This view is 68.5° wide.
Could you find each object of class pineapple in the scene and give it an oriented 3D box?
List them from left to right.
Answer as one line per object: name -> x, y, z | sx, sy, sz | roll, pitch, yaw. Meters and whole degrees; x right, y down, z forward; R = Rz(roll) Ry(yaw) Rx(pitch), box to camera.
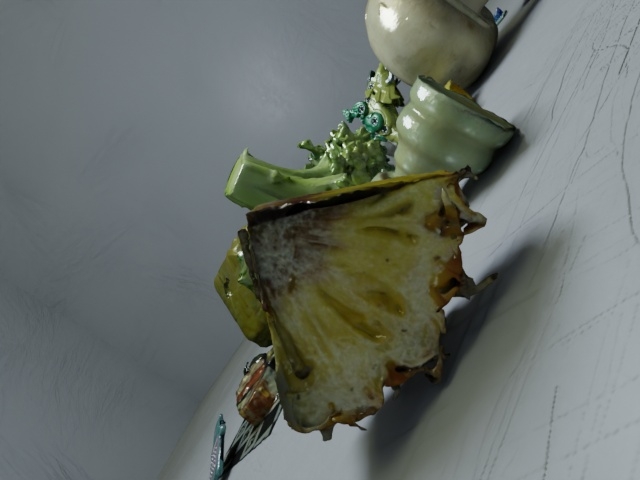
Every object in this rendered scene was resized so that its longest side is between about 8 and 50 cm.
pineapple -> 0.021, 0.030, 0.376 | 0.236, 0.186, 0.114 | -62, 2, 3

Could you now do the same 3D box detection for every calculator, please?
calculator -> -0.195, 0.397, 0.891 | 0.141, 0.019, 0.094 | -106, 31, -61

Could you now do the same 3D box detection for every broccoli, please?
broccoli -> -0.004, -0.042, 0.845 | 0.277, 0.318, 0.338 | 179, 86, -71

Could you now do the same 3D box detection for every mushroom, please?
mushroom -> 0.262, -0.484, 0.962 | 0.336, 0.314, 0.314 | -54, 4, 30

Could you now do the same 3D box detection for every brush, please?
brush -> 0.439, -0.556, 1.286 | 0.178, 0.030, 0.033 | -49, 18, 60

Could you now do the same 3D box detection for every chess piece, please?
chess piece -> 0.118, -0.065, 0.593 | 0.243, 0.133, 0.133 | -62, 1, 26

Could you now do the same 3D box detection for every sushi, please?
sushi -> -0.125, 0.285, 0.962 | 0.320, 0.069, 0.339 | -53, 5, 41

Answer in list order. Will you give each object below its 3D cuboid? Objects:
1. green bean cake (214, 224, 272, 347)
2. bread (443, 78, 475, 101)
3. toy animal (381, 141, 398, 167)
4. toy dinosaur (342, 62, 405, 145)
green bean cake -> -0.121, 0.099, 1.069 | 0.124, 0.236, 0.233 | -12, -33, -47
bread -> 0.230, -0.226, 0.865 | 0.103, 0.065, 0.187 | -52, 4, 31
toy animal -> 0.126, -0.160, 1.174 | 0.282, 0.138, 0.140 | -77, 12, -58
toy dinosaur -> 0.149, -0.274, 1.099 | 0.094, 0.259, 0.153 | -7, -16, -43
